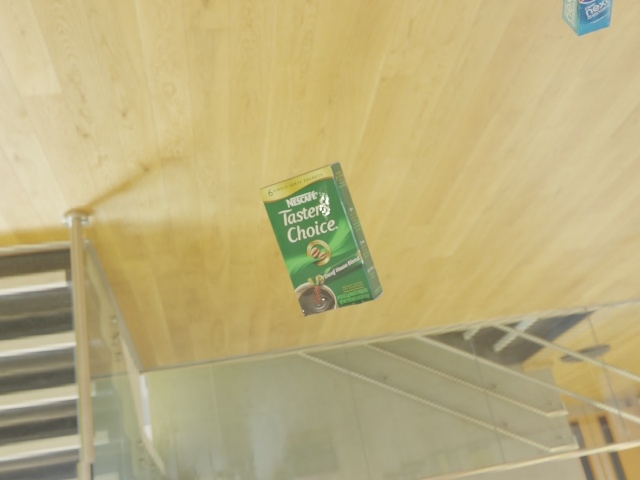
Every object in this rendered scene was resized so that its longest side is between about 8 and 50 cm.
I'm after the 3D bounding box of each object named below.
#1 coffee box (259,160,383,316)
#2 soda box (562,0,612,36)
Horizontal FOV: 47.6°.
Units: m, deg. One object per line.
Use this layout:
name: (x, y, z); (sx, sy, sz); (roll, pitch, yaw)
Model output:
coffee box: (0.000, 0.000, 0.951); (0.113, 0.184, 0.040); (-15, -173, 25)
soda box: (0.487, -0.482, 1.312); (0.067, 0.071, 0.210); (-18, 139, 1)
